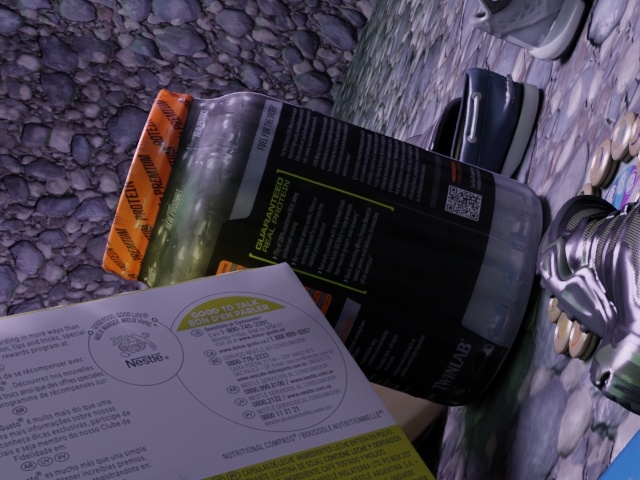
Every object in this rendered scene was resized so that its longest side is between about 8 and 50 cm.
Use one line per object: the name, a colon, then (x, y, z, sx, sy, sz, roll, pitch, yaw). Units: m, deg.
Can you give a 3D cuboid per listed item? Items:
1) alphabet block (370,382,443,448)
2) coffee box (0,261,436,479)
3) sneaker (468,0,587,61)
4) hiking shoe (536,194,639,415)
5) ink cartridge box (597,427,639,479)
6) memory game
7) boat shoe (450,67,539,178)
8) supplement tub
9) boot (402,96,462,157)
alphabet block: (-0.032, 0.193, 1.325, 0.197, 0.192, 0.193, -38, -18, -34)
coffee box: (-0.129, 0.264, 0.990, 0.334, 0.338, 0.337, 54, 139, 31)
sneaker: (0.192, -0.282, 1.223, 0.086, 0.132, 0.228, -94, 22, -75)
hiking shoe: (0.187, 0.013, 0.740, 0.114, 0.086, 0.227, -56, 16, 18)
ink cartridge box: (0.095, 0.277, 0.299, 0.285, 0.166, 0.395, 113, 172, -46)
memory game: (0.197, -0.006, 0.955, 0.186, 0.012, 0.186, -162, 90, -84)
boat shoe: (0.133, -0.040, 1.330, 0.095, 0.079, 0.254, -92, 20, -72)
supplement tub: (0.000, 0.000, 1.178, 0.207, 0.338, 0.207, -161, 90, -85)
boot: (0.085, 0.019, 1.489, 0.223, 0.118, 0.338, 144, 139, -72)
